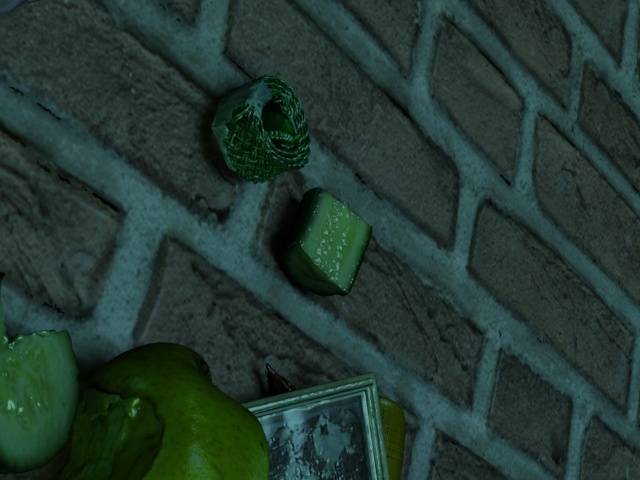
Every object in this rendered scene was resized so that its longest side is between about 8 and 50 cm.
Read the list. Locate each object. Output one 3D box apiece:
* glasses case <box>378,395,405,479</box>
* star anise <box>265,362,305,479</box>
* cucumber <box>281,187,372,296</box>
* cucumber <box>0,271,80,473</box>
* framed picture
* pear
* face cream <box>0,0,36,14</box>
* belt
[{"bbox_3d":[0.065,0.315,2.094,0.079,0.064,0.234,31,61,-41],"label":"glasses case"},{"bbox_3d":[-0.037,0.270,1.961,0.212,0.053,0.157,58,42,-36],"label":"star anise"},{"bbox_3d":[0.000,0.000,2.043,0.116,0.062,0.115,44,49,-35],"label":"cucumber"},{"bbox_3d":[-0.314,0.138,1.515,0.191,0.130,0.191,8,81,-59],"label":"cucumber"},{"bbox_3d":[-0.029,0.294,1.917,0.296,0.019,0.232,-11,94,-37],"label":"framed picture"},{"bbox_3d":[-0.157,0.217,1.630,0.164,0.238,0.255,43,54,-37],"label":"pear"},{"bbox_3d":[-0.283,-0.310,1.662,0.154,0.096,0.274,68,25,-18],"label":"face cream"},{"bbox_3d":[-0.077,-0.129,1.941,0.151,0.079,0.121,-23,95,-66],"label":"belt"}]
